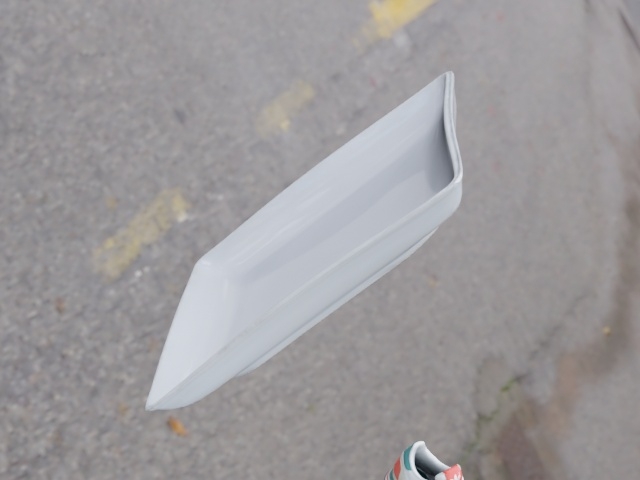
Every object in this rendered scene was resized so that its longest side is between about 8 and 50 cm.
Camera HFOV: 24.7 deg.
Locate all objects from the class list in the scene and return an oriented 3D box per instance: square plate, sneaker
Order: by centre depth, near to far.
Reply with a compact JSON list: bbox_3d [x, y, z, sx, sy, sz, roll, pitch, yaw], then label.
[{"bbox_3d":[0.000,0.000,1.369,0.049,0.347,0.344,49,17,-15],"label":"square plate"},{"bbox_3d":[0.134,0.279,1.534,0.057,0.075,0.161,-17,52,-40],"label":"sneaker"}]
